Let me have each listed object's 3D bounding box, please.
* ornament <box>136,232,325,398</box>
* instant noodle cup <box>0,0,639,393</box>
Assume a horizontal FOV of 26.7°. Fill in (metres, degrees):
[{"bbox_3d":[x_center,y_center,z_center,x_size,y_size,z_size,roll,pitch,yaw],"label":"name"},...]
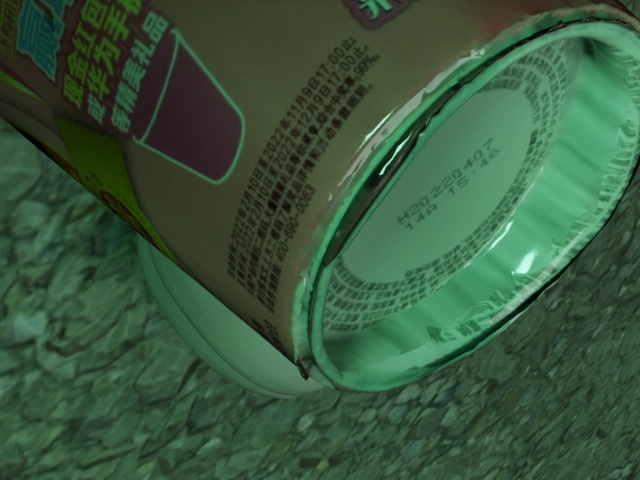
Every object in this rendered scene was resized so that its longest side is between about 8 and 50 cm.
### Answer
[{"bbox_3d":[-0.001,0.000,0.698,0.177,0.177,0.177,-32,146,-24],"label":"ornament"},{"bbox_3d":[-0.018,-0.083,0.514,0.244,0.255,0.244,-30,147,-22],"label":"instant noodle cup"}]
